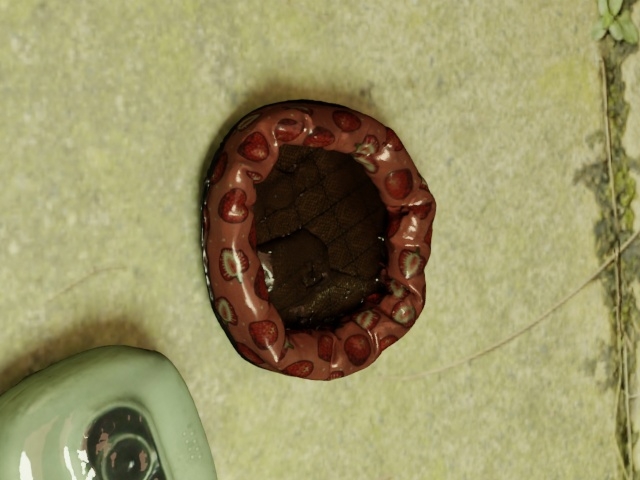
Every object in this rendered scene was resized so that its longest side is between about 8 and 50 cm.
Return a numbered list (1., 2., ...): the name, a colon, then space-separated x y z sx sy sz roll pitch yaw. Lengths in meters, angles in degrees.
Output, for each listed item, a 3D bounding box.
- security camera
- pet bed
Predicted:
1. security camera: -0.116 0.214 1.152 0.157 0.080 0.301 -30 112 -35
2. pet bed: 0.000 0.000 1.250 0.201 0.053 0.201 -7 101 -40
